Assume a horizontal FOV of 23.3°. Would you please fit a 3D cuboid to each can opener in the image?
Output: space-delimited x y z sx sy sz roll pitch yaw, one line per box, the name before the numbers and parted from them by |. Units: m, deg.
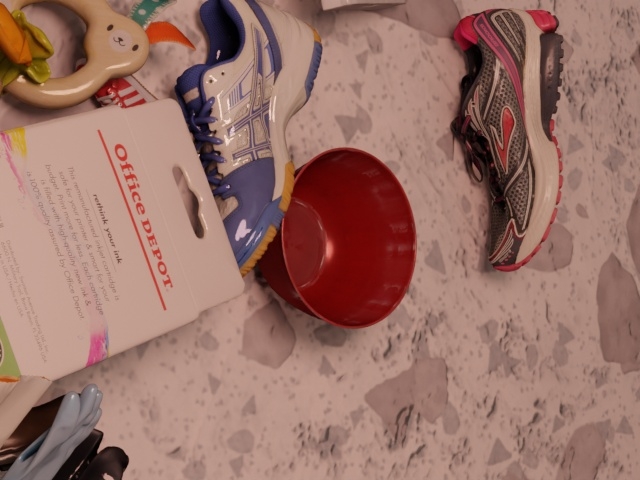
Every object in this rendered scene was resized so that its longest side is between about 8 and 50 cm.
can opener | -0.229 0.256 1.379 0.186 0.073 0.059 -62 162 -23

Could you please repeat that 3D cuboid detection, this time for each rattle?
rattle | -0.196 -0.195 1.360 0.200 0.142 0.130 -3 63 -15

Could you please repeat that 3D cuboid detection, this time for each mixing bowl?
mixing bowl | 0.000 0.000 1.568 0.181 0.098 0.181 4 84 -42

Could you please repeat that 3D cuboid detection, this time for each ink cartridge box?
ink cartridge box | -0.238 0.012 1.304 0.353 0.119 0.207 -21 91 -52

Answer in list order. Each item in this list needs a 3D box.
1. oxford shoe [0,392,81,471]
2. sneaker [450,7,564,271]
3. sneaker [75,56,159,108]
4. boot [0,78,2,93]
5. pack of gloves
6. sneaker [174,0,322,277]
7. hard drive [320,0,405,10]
oxford shoe | -0.286 0.152 1.313 0.227 0.083 0.096 -10 86 -44
sneaker | 0.205 -0.113 1.768 0.112 0.121 0.299 1 86 -12
sneaker | -0.189 -0.116 1.450 0.118 0.042 0.067 38 59 -35
boot | -0.395 -0.096 1.257 0.248 0.090 0.206 26 82 -39
pack of gloves | -0.258 0.208 1.218 0.232 0.046 0.195 -51 159 9
sneaker | -0.095 -0.103 1.500 0.131 0.112 0.296 27 59 -31
hard drive | 0.018 -0.393 1.608 0.203 0.040 0.307 -24 104 -69
